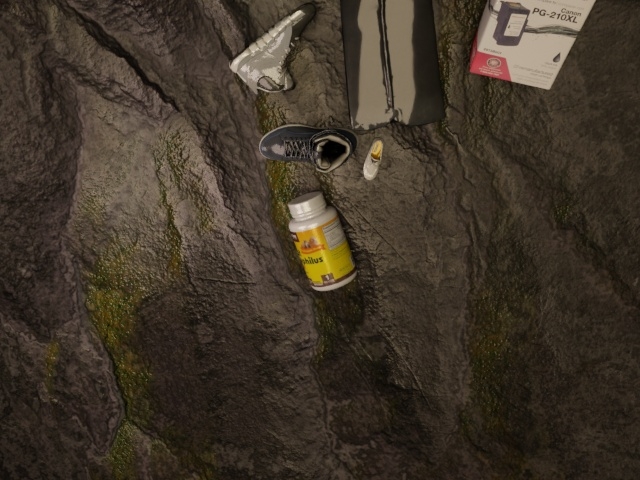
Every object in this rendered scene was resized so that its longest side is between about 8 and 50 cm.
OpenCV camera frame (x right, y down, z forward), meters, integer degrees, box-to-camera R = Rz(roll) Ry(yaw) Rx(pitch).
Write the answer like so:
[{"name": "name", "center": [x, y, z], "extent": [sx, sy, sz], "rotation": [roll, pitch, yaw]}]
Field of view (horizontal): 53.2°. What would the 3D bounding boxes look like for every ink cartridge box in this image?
[{"name": "ink cartridge box", "center": [0.408, -0.430, 1.236], "extent": [0.171, 0.100, 0.237], "rotation": [13, 143, 1]}]

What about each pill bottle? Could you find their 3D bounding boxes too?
[{"name": "pill bottle", "center": [0.000, 0.000, 1.475], "extent": [0.117, 0.117, 0.215], "rotation": [-17, 106, 11]}]

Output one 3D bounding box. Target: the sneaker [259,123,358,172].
[{"name": "sneaker", "center": [-0.035, -0.201, 1.387], "extent": [0.226, 0.163, 0.086], "rotation": [-3, 110, 8]}]

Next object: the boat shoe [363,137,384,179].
[{"name": "boat shoe", "center": [0.121, -0.182, 1.443], "extent": [0.035, 0.035, 0.100], "rotation": [18, 110, -1]}]

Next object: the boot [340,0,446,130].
[{"name": "boot", "center": [0.214, -0.455, 1.275], "extent": [0.366, 0.146, 0.446], "rotation": [0, 105, 17]}]

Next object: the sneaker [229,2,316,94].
[{"name": "sneaker", "center": [-0.074, -0.396, 1.372], "extent": [0.228, 0.086, 0.132], "rotation": [-30, 109, 25]}]
